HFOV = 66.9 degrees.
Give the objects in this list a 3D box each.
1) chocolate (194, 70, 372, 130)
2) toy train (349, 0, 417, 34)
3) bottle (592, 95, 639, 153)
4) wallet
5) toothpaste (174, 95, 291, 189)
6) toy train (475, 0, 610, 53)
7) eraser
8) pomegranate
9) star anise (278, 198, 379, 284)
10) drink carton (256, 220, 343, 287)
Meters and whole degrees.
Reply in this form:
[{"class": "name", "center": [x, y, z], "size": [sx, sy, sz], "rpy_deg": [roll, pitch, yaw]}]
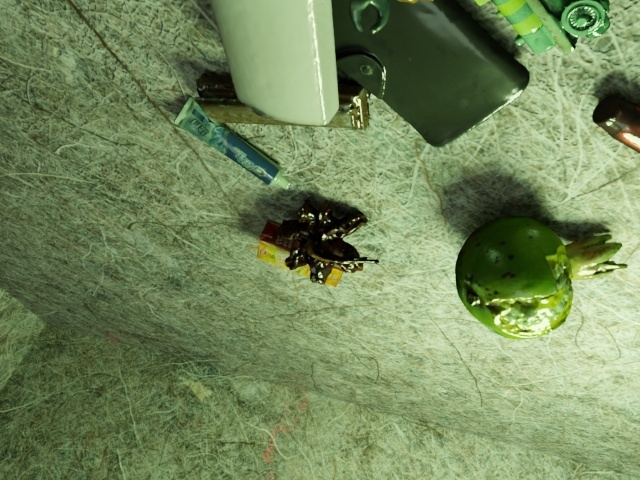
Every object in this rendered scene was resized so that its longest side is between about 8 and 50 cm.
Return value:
[{"class": "chocolate", "center": [-0.071, -0.239, 0.858], "size": [0.328, 0.065, 0.103], "rpy_deg": [7, 144, 15]}, {"class": "toy train", "center": [0.048, -0.373, 0.406], "size": [0.231, 0.163, 0.370], "rpy_deg": [31, 118, 47]}, {"class": "bottle", "center": [0.475, -0.155, 0.703], "size": [0.164, 0.060, 0.060], "rpy_deg": [26, 146, -8]}, {"class": "wallet", "center": [0.104, -0.295, 0.699], "size": [0.377, 0.051, 0.197], "rpy_deg": [36, 144, -18]}, {"class": "toothpaste", "center": [-0.173, -0.190, 1.003], "size": [0.268, 0.047, 0.069], "rpy_deg": [35, 157, -15]}, {"class": "toy train", "center": [0.258, -0.308, 0.582], "size": [0.200, 0.083, 0.132], "rpy_deg": [38, 154, -25]}, {"class": "eraser", "center": [-0.066, -0.300, 0.681], "size": [0.173, 0.095, 0.270], "rpy_deg": [20, 151, 19]}, {"class": "pomegranate", "center": [0.410, 0.057, 0.927], "size": [0.301, 0.236, 0.236], "rpy_deg": [-19, 141, -3]}, {"class": "star anise", "center": [0.000, 0.000, 1.095], "size": [0.220, 0.190, 0.125], "rpy_deg": [-23, 171, 26]}, {"class": "drink carton", "center": [-0.046, 0.035, 1.230], "size": [0.222, 0.071, 0.096], "rpy_deg": [20, 148, 0]}]
